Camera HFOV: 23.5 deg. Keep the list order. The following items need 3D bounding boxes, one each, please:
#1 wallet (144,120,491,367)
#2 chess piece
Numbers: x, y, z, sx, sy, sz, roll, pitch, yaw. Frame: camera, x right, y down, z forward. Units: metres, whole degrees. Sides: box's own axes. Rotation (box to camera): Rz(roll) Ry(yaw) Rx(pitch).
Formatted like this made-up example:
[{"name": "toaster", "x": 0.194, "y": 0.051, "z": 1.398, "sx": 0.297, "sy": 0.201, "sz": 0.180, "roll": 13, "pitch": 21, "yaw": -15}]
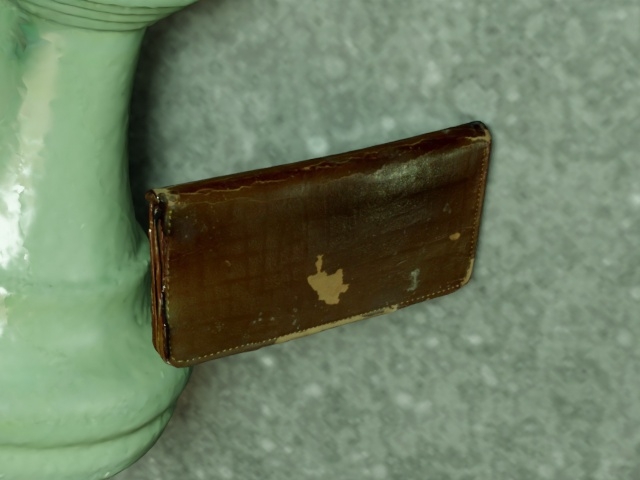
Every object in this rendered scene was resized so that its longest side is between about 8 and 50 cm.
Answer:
[{"name": "wallet", "x": 0.000, "y": 0.000, "z": 0.715, "sx": 0.026, "sy": 0.176, "sz": 0.095, "roll": 38, "pitch": 134, "yaw": 46}, {"name": "chess piece", "x": -0.127, "y": -0.054, "z": 0.712, "sx": 0.194, "sy": 0.194, "sz": 0.299, "roll": 20, "pitch": 114, "yaw": 6}]
